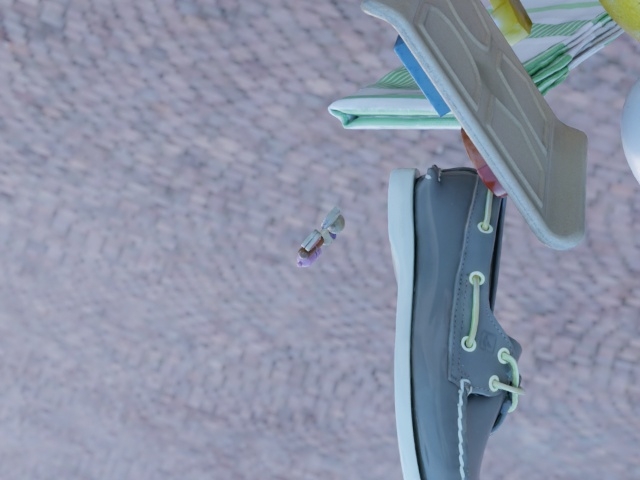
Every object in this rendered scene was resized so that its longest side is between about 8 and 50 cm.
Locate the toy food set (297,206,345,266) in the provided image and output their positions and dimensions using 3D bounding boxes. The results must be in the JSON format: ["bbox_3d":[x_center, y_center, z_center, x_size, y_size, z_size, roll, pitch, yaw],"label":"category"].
[{"bbox_3d":[0.000,0.000,1.780,0.019,0.078,0.122,42,179,4],"label":"toy food set"}]

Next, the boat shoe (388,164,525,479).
[{"bbox_3d":[0.100,0.076,1.133,0.091,0.305,0.109,-5,148,8],"label":"boat shoe"}]

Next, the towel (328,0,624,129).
[{"bbox_3d":[0.189,-0.199,1.574,0.248,0.325,0.038,3,124,51],"label":"towel"}]

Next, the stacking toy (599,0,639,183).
[{"bbox_3d":[0.301,-0.253,1.149,0.350,0.480,0.350,1,-171,0],"label":"stacking toy"}]

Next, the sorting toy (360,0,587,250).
[{"bbox_3d":[0.121,-0.136,1.199,0.041,0.307,0.229,-34,106,23],"label":"sorting toy"}]
